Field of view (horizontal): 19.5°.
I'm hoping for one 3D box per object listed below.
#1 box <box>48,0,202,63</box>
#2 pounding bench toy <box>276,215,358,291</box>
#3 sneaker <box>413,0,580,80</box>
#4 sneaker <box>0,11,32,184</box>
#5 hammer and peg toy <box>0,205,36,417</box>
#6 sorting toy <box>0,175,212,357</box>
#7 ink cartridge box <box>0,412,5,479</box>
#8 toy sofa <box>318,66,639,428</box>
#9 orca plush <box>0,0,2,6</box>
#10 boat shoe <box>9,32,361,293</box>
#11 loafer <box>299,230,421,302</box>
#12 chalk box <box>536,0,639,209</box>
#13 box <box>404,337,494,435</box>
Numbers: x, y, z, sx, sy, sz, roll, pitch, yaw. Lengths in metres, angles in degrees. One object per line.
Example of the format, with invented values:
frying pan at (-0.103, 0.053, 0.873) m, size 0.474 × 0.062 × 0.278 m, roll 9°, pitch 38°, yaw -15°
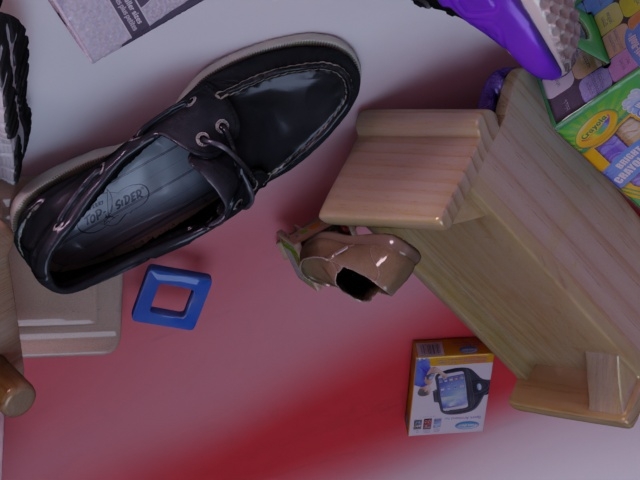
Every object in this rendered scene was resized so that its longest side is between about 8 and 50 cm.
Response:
box at (-0.171, -0.281, 1.350) m, size 0.163 × 0.142 × 0.247 m, roll -31°, pitch 132°, yaw -3°
pounding bench toy at (0.000, 0.000, 1.726) m, size 0.065 × 0.083 × 0.052 m, roll -31°, pitch 112°, yaw -12°
sneaker at (0.083, -0.234, 1.465) m, size 0.146 × 0.102 × 0.293 m, roll -29°, pitch 108°, yaw 30°
sneaker at (-0.292, -0.116, 1.540) m, size 0.094 × 0.081 × 0.208 m, roll 11°, pitch 146°, yaw -2°
hammer and peg toy at (-0.410, 0.099, 1.531) m, size 0.361 × 0.127 × 0.266 m, roll -28°, pitch 138°, yaw -30°
sorting toy at (-0.274, 0.020, 1.711) m, size 0.348 × 0.047 × 0.196 m, roll -2°, pitch 126°, yaw -10°
ink cartridge box at (-0.443, 0.255, 1.820) m, size 0.233 × 0.168 × 0.171 m, roll 12°, pitch 131°, yaw -18°
toy sofa at (0.179, 0.006, 1.703) m, size 0.150 × 0.177 × 0.362 m, roll 4°, pitch 149°, yaw 45°
orca plush at (-0.375, -0.229, 1.422) m, size 0.287 × 0.102 × 0.151 m, roll 21°, pitch 126°, yaw -26°
boat shoe at (-0.110, -0.057, 1.594) m, size 0.340 × 0.113 × 0.127 m, roll -24°, pitch 123°, yaw 3°
loafer at (0.025, 0.024, 1.614) m, size 0.056 × 0.050 × 0.148 m, roll 38°, pitch 156°, yaw -24°
chalk box at (0.268, -0.140, 1.582) m, size 0.132 × 0.132 × 0.213 m, roll -34°, pitch 130°, yaw 22°
box at (0.131, 0.156, 1.911) m, size 0.081 × 0.028 × 0.136 m, roll -3°, pitch 132°, yaw -6°
